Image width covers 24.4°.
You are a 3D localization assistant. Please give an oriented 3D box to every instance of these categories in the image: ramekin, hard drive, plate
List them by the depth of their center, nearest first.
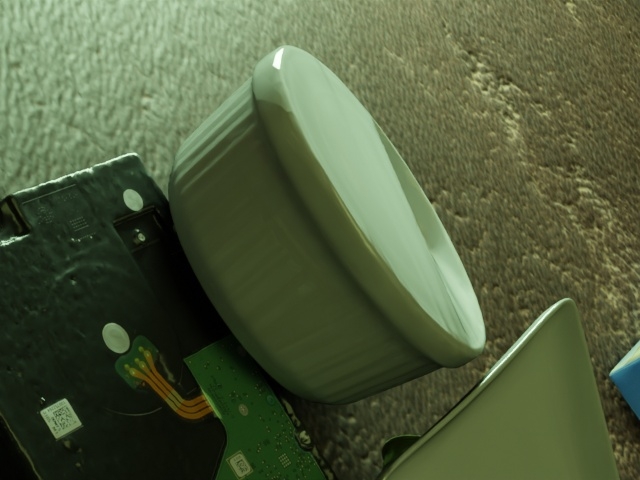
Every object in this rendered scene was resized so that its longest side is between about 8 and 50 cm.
[{"bbox_3d":[-0.126,0.121,0.986,0.339,0.064,0.237,57,37,4],"label":"hard drive"},{"bbox_3d":[0.000,0.000,1.105,0.273,0.127,0.273,51,16,-21],"label":"ramekin"},{"bbox_3d":[0.141,0.223,1.122,0.277,0.045,0.278,-37,118,-42],"label":"plate"}]

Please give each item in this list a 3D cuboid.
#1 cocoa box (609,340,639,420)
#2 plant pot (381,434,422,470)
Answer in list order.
[{"bbox_3d":[0.501,0.121,1.529,0.231,0.228,0.347,56,37,2],"label":"cocoa box"},{"bbox_3d":[0.074,0.206,1.136,0.083,0.083,0.079,40,53,-19],"label":"plant pot"}]
